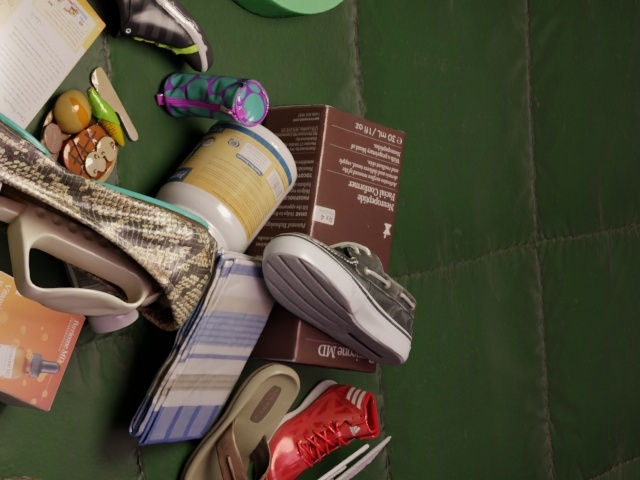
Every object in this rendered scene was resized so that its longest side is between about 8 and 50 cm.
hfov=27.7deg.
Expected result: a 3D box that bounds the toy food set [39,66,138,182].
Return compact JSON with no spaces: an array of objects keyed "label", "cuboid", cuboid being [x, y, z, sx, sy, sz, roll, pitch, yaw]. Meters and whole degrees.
[{"label":"toy food set","cuboid":[-0.310,-0.129,1.685,0.192,0.038,0.132,-49,125,-34]}]

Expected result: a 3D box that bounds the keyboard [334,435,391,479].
[{"label":"keyboard","cuboid":[0.031,0.376,2.023,0.014,0.072,0.256,49,35,10]}]

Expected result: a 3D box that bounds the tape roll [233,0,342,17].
[{"label":"tape roll","cuboid":[-0.053,-0.494,1.925,0.321,0.077,0.321,-2,93,-48]}]

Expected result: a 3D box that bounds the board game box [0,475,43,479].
[{"label":"board game box","cuboid":[-0.357,0.320,1.536,0.146,0.193,0.045,1,90,-46]}]

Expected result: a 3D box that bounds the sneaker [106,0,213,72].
[{"label":"sneaker","cuboid":[-0.241,-0.300,1.746,0.097,0.084,0.235,-45,125,-8]}]

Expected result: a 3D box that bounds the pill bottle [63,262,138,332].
[{"label":"pill bottle","cuboid":[-0.288,0.046,1.687,0.078,0.078,0.137,-32,114,-42]}]

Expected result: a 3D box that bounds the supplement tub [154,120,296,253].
[{"label":"supplement tub","cuboid":[-0.139,-0.058,1.794,0.200,0.144,0.144,-55,128,-31]}]

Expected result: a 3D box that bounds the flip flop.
[{"label":"flip flop","cuboid":[-0.108,0.305,1.846,0.112,0.080,0.277,31,93,-44]}]

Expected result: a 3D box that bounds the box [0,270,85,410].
[{"label":"box","cuboid":[-0.393,0.115,1.566,0.170,0.091,0.130,34,67,-42]}]

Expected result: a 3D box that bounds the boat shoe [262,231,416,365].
[{"label":"boat shoe","cuboid":[0.029,0.060,1.823,0.335,0.121,0.119,45,52,-48]}]

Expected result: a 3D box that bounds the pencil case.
[{"label":"pencil case","cuboid":[-0.147,-0.195,1.777,0.070,0.151,0.064,-33,123,-43]}]

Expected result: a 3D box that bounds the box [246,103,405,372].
[{"label":"box","cuboid":[0.000,0.000,1.954,0.191,0.143,0.381,12,84,-46]}]

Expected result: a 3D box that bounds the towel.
[{"label":"towel","cuboid":[-0.148,0.147,1.772,0.285,0.034,0.209,-64,157,5]}]

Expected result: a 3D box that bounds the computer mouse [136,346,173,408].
[{"label":"computer mouse","cuboid":[-0.184,0.153,1.829,0.071,0.041,0.242,47,58,-36]}]

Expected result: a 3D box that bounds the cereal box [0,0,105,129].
[{"label":"cereal box","cuboid":[-0.389,-0.244,1.591,0.173,0.047,0.240,53,56,-34]}]

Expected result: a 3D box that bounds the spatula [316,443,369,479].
[{"label":"spatula","cuboid":[-0.027,0.387,1.932,0.242,0.168,0.019,-26,72,-44]}]

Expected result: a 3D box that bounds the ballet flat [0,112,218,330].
[{"label":"ballet flat","cuboid":[-0.334,-0.027,1.506,0.482,0.164,0.182,30,59,-28]}]

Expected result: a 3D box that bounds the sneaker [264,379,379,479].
[{"label":"sneaker","cuboid":[0.005,0.295,1.972,0.221,0.128,0.087,-52,125,-34]}]
